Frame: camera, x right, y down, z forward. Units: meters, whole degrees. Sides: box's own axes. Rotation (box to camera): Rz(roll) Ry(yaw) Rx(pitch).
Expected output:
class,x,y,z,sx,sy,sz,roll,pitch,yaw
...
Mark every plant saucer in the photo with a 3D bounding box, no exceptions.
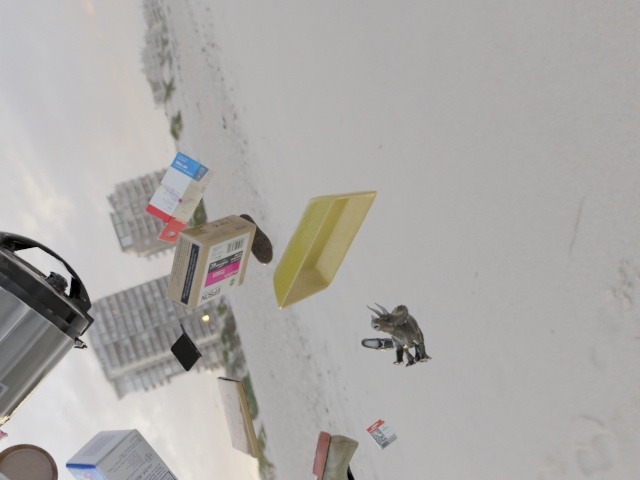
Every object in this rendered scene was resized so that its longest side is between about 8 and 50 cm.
class,x,y,z,sx,sy,sz,roll,pitch,yaw
plant saucer,0.000,0.000,1.690,0.081,0.332,0.333,33,-162,17
plant saucer,-0.876,0.694,1.850,0.036,0.199,0.198,177,73,-78

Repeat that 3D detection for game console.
class,x,y,z,sx,sy,sz,roll,pitch,yaw
game console,-0.465,0.364,2.137,0.107,0.071,0.122,46,164,56

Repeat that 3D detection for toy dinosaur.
class,x,y,z,sx,sy,sz,roll,pitch,yaw
toy dinosaur,0.234,0.254,1.692,0.313,0.121,0.160,30,-132,-65

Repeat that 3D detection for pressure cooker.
class,x,y,z,sx,sy,sz,roll,pitch,yaw
pressure cooker,-0.786,0.201,1.543,0.375,0.420,0.370,34,161,7

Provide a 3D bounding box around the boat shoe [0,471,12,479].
class,x,y,z,sx,sy,sz,roll,pitch,yaw
boat shoe,-0.794,0.570,1.403,0.103,0.320,0.118,-50,-37,-54

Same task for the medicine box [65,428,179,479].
class,x,y,z,sx,sy,sz,roll,pitch,yaw
medicine box,-0.553,0.701,1.810,0.263,0.149,0.289,-22,106,47

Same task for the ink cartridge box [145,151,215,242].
class,x,y,z,sx,sy,sz,roll,pitch,yaw
ink cartridge box,-0.393,-0.114,1.717,0.078,0.231,0.134,30,179,9

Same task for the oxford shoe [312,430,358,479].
class,x,y,z,sx,sy,sz,roll,pitch,yaw
oxford shoe,0.034,0.713,1.748,0.123,0.130,0.348,-62,-21,-81

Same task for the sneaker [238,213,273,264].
class,x,y,z,sx,sy,sz,roll,pitch,yaw
sneaker,-0.194,0.005,1.893,0.188,0.066,0.071,60,163,27

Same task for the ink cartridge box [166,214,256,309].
class,x,y,z,sx,sy,sz,roll,pitch,yaw
ink cartridge box,-0.283,0.052,1.646,0.235,0.088,0.193,-26,-44,-58

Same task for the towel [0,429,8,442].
class,x,y,z,sx,sy,sz,roll,pitch,yaw
towel,-1.128,0.609,2.020,0.197,0.144,0.029,50,-173,-19

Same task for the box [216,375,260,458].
class,x,y,z,sx,sy,sz,roll,pitch,yaw
box,-0.221,0.465,1.662,0.164,0.021,0.201,-14,90,61

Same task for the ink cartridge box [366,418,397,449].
class,x,y,z,sx,sy,sz,roll,pitch,yaw
ink cartridge box,0.188,0.605,1.984,0.029,0.063,0.115,61,169,-27

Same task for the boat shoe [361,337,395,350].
class,x,y,z,sx,sy,sz,roll,pitch,yaw
boat shoe,0.202,0.357,2.166,0.038,0.125,0.046,28,-113,-78
